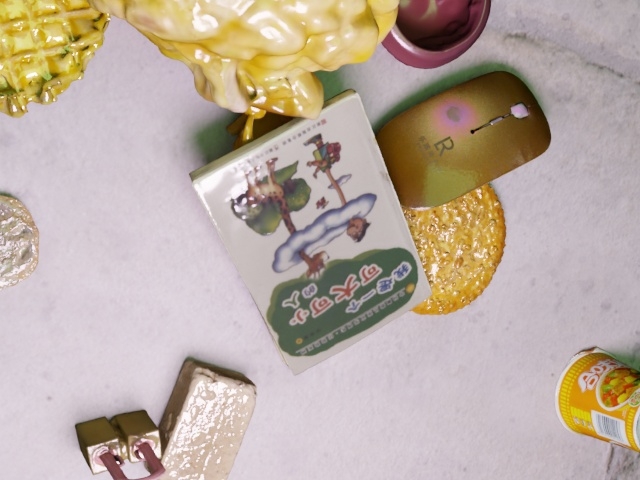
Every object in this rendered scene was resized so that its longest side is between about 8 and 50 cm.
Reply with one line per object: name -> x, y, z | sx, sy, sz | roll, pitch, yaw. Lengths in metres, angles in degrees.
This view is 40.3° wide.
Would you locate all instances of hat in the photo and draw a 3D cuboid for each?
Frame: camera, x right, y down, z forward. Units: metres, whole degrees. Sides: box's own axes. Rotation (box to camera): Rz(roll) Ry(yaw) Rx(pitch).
hat -> 0.160, -0.362, 1.320 | 0.205, 0.089, 0.206 | -3, 99, -17

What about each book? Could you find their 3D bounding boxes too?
book -> 0.000, 0.000, 1.259 | 0.260, 0.043, 0.371 | -29, 122, -7

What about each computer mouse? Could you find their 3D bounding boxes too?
computer mouse -> 0.227, -0.158, 1.363 | 0.310, 0.072, 0.158 | -26, 84, -18

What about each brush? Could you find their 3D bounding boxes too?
brush -> -0.256, 0.287, 1.159 | 0.103, 0.233, 0.047 | -10, 100, -22

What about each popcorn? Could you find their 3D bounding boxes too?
popcorn -> -0.090, -0.354, 1.071 | 0.354, 0.344, 0.390 | -29, 134, 24

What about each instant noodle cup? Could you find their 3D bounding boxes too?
instant noodle cup -> 0.525, 0.286, 1.499 | 0.168, 0.185, 0.169 | -3, 98, -22

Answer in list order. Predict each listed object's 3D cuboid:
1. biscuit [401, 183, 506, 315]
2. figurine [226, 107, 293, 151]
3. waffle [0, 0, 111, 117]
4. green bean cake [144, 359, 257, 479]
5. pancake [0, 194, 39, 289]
biscuit -> 0.194, -0.003, 1.409 | 0.253, 0.035, 0.254 | -3, 97, -22
figurine -> -0.077, -0.184, 1.231 | 0.121, 0.122, 0.176 | 13, 82, 15
waffle -> -0.408, -0.300, 1.114 | 0.262, 0.060, 0.281 | 30, 85, -23
green bean cake -> -0.173, 0.275, 1.272 | 0.109, 0.085, 0.179 | 23, 89, -22
pancake -> -0.442, 0.003, 1.161 | 0.139, 0.022, 0.140 | -3, 97, -21
